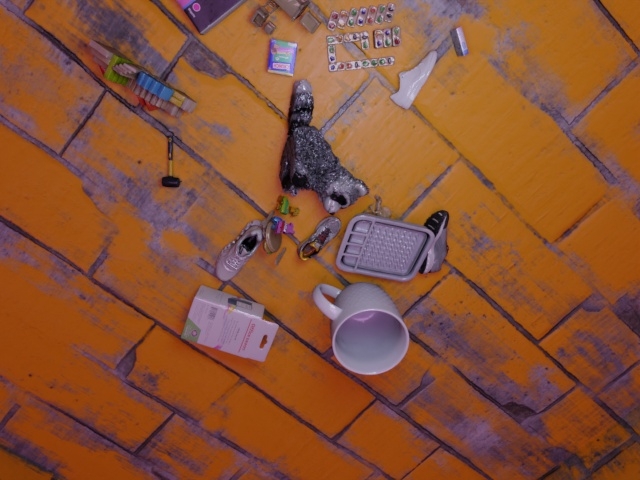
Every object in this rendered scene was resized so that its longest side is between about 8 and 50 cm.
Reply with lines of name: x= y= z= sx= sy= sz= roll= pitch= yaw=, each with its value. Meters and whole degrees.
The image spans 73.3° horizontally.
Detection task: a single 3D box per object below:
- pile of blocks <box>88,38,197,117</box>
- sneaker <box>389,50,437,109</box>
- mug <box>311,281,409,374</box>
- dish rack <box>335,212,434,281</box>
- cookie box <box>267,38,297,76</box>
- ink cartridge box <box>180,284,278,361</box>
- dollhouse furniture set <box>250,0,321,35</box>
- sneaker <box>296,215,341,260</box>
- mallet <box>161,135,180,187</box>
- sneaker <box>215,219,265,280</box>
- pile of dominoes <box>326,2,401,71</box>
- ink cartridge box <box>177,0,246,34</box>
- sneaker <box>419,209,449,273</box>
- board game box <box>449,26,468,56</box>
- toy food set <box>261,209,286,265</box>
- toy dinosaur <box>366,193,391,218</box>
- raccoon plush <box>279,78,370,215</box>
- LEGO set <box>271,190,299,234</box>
pile of blocks: x=-0.605 y=-0.511 z=1.436 sx=0.362 sy=0.149 sz=0.112 roll=30 pitch=106 yaw=-13
sneaker: x=0.322 y=-0.571 z=1.497 sx=0.094 sy=0.080 sz=0.212 roll=31 pitch=107 yaw=0
mug: x=0.131 y=0.284 z=1.660 sx=0.374 sy=0.328 sz=0.276 roll=30 pitch=106 yaw=-12
dish rack: x=0.244 y=0.021 z=1.674 sx=0.333 sy=0.072 sz=0.285 roll=12 pitch=128 yaw=-7
cookie box: x=-0.131 y=-0.624 z=1.472 sx=0.092 sy=0.040 sz=0.107 roll=8 pitch=110 yaw=-6
ink cartridge box: x=-0.363 y=0.344 z=1.772 sx=0.354 sy=0.119 sz=0.207 roll=21 pitch=107 yaw=-8
dollhouse furniture set: x=-0.107 y=-0.732 z=1.426 sx=0.182 sy=0.101 sz=0.161 roll=40 pitch=128 yaw=-15
sneaker: x=0.000 y=0.000 z=1.676 sx=0.088 sy=0.092 sz=0.225 roll=39 pitch=103 yaw=-15
mallet: x=-0.542 y=-0.287 z=1.583 sx=0.063 sy=0.039 sz=0.189 roll=11 pitch=105 yaw=-5
sneaker: x=-0.316 y=0.050 z=1.670 sx=0.110 sy=0.118 sz=0.292 roll=35 pitch=106 yaw=-15
pile of dominoes: x=0.145 y=-0.689 z=1.460 sx=0.252 sy=0.040 sz=0.195 roll=-7 pitch=110 yaw=0
ink cartridge box: x=-0.294 y=-0.849 z=1.375 sx=0.371 sy=0.069 sz=0.175 roll=-34 pitch=108 yaw=7
sneaker: x=0.461 y=0.007 z=1.706 sx=0.108 sy=0.100 sz=0.271 roll=2 pitch=114 yaw=-18
board game box: x=0.468 y=-0.670 z=1.453 sx=0.020 sy=0.090 sz=0.090 roll=-22 pitch=110 yaw=10
toy food set: x=-0.189 y=-0.012 z=1.649 sx=0.039 sy=0.132 sz=0.191 roll=-4 pitch=119 yaw=20
toy dinosaur: x=0.238 y=-0.086 z=1.677 sx=0.093 sy=0.053 sz=0.183 roll=-27 pitch=109 yaw=6
raccoon plush: x=0.037 y=-0.317 z=1.518 sx=0.300 sy=0.216 sz=0.445 roll=5 pitch=104 yaw=-21
LEGO set: x=-0.118 y=-0.106 z=1.623 sx=0.093 sy=0.087 sz=0.227 roll=21 pitch=65 yaw=-24
